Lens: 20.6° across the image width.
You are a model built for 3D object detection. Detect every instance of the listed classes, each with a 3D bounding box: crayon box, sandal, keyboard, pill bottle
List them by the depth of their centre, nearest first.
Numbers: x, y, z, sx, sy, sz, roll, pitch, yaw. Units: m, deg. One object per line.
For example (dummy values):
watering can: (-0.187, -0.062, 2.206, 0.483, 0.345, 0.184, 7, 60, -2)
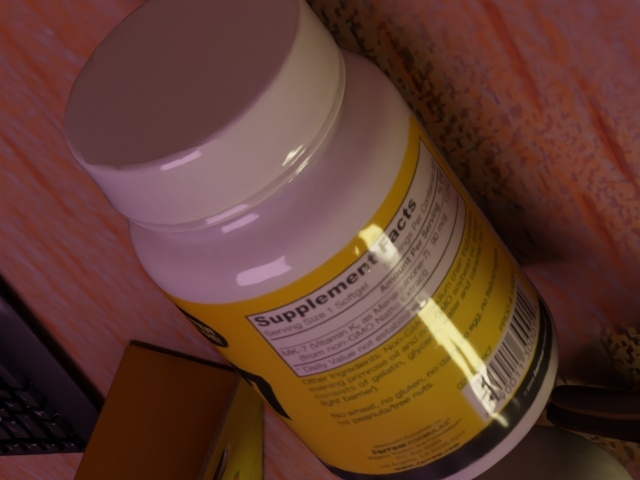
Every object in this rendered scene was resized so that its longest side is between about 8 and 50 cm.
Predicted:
pill bottle: (0.000, 0.000, 0.684, 0.119, 0.119, 0.208, -6, 139, 33)
sandal: (0.167, 0.057, 0.726, 0.090, 0.060, 0.219, 11, 168, -12)
keyboard: (-0.258, 0.027, 0.938, 0.201, 0.033, 0.317, 0, 142, 28)
crayon box: (-0.095, 0.198, 0.951, 0.081, 0.202, 0.318, 15, 146, 7)

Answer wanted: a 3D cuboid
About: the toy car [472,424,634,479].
toy car: (0.093, 0.160, 0.786, 0.210, 0.238, 0.219, -1, 126, -35)
